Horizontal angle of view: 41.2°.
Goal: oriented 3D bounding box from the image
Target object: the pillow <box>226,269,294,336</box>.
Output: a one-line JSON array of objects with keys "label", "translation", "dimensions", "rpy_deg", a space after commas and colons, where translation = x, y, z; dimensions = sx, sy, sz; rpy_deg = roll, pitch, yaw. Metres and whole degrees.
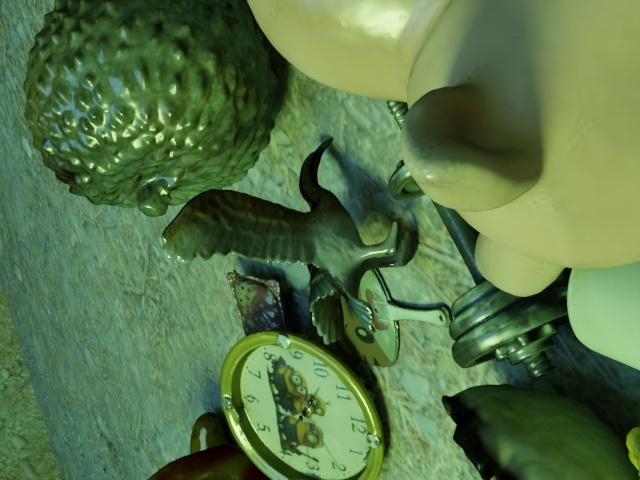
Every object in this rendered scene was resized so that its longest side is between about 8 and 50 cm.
[{"label": "pillow", "translation": [-0.063, 0.127, 1.097], "dimensions": [0.118, 0.043, 0.185], "rpy_deg": [7, 113, 52]}]

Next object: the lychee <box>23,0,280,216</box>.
[{"label": "lychee", "translation": [-0.172, -0.157, 0.873], "dimensions": [0.255, 0.255, 0.275], "rpy_deg": [-39, 57, 59]}]

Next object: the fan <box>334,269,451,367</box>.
[{"label": "fan", "translation": [0.062, 0.074, 0.896], "dimensions": [0.226, 0.008, 0.153], "rpy_deg": [3, 112, 58]}]

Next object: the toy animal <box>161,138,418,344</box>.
[{"label": "toy animal", "translation": [0.015, -0.002, 0.822], "dimensions": [0.160, 0.197, 0.272], "rpy_deg": [13, 160, 31]}]

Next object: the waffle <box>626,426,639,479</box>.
[{"label": "waffle", "translation": [0.276, 0.211, 0.488], "dimensions": [0.291, 0.051, 0.291], "rpy_deg": [49, -176, -5]}]

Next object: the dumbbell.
[{"label": "dumbbell", "translation": [0.114, -0.008, 0.673], "dimensions": [0.255, 0.110, 0.110], "rpy_deg": [64, 150, 16]}]

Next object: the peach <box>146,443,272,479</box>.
[{"label": "peach", "translation": [-0.154, 0.468, 1.235], "dimensions": [0.281, 0.281, 0.338], "rpy_deg": [38, 135, 40]}]

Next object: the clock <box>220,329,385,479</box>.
[{"label": "clock", "translation": [-0.017, 0.206, 1.028], "dimensions": [0.237, 0.057, 0.237], "rpy_deg": [15, 118, 29]}]

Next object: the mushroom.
[{"label": "mushroom", "translation": [0.210, 0.260, 0.638], "dimensions": [0.247, 0.129, 0.344], "rpy_deg": [49, -160, -63]}]

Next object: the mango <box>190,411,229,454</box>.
[{"label": "mango", "translation": [-0.171, 0.378, 1.405], "dimensions": [0.098, 0.075, 0.190], "rpy_deg": [-21, 88, 44]}]

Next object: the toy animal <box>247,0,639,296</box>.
[{"label": "toy animal", "translation": [0.096, -0.124, 0.469], "dimensions": [0.326, 0.269, 0.237], "rpy_deg": [15, 171, 21]}]

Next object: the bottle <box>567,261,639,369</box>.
[{"label": "bottle", "translation": [0.264, 0.053, 0.470], "dimensions": [0.245, 0.104, 0.104], "rpy_deg": [23, 128, 51]}]
